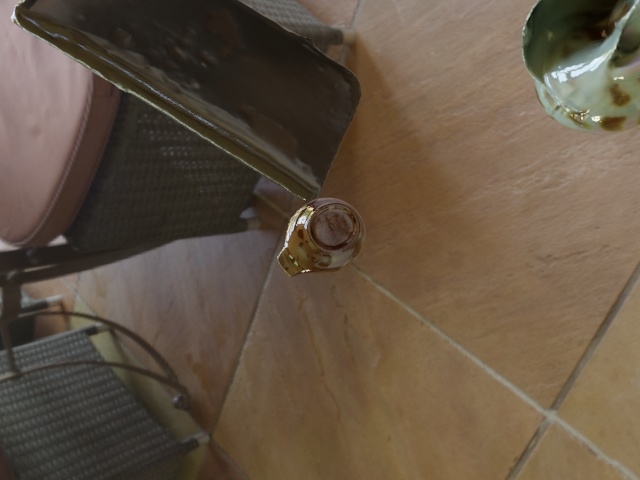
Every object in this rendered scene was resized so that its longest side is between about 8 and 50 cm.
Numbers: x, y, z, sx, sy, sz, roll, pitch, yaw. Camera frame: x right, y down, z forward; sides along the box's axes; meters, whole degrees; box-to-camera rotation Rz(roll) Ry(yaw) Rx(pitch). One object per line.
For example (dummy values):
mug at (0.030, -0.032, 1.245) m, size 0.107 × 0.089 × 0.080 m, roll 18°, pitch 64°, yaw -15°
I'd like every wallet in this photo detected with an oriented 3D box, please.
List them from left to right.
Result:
wallet at (-0.111, -0.172, 0.677) m, size 0.309 × 0.165 × 0.042 m, roll 29°, pitch 145°, yaw -13°

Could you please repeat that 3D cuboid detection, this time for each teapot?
teapot at (0.000, 0.000, 0.942) m, size 0.098 × 0.129 × 0.078 m, roll 49°, pitch 148°, yaw 3°

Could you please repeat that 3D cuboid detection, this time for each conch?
conch at (0.416, -0.279, 1.075) m, size 0.249 × 0.197 × 0.368 m, roll 26°, pitch 152°, yaw 3°
